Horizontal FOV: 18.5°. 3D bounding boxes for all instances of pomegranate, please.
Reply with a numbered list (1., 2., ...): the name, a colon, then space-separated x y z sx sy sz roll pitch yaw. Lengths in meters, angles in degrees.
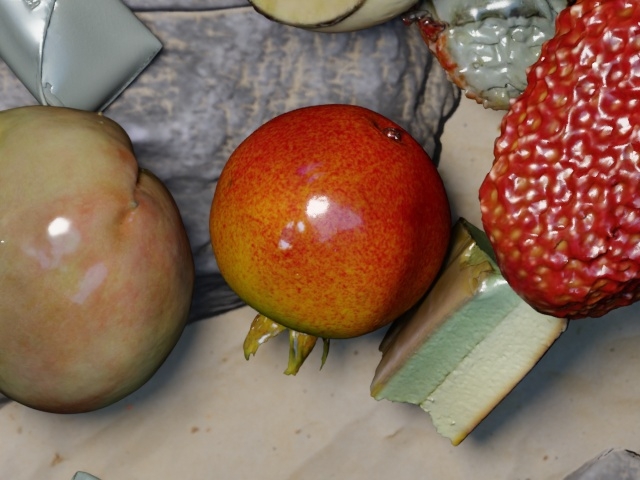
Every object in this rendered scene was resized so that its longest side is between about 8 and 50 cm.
1. pomegranate: 0.000 0.000 1.805 0.220 0.221 0.257 20 103 -6

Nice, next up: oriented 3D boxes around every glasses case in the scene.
1. glasses case: -0.277 -0.250 1.810 0.128 0.083 0.308 -35 100 5

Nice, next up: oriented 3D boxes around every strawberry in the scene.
1. strawberry: 0.293 -0.070 1.663 0.351 0.267 0.312 -47 134 -7

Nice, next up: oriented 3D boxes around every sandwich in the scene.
1. sandwich: 0.136 0.094 1.826 0.108 0.220 0.186 29 98 -9

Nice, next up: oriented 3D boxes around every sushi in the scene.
1. sushi: 0.228 -0.198 1.824 0.332 0.124 0.130 -4 116 -4

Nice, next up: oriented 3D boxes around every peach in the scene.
1. peach: -0.247 0.018 1.771 0.247 0.292 0.292 -41 102 -31

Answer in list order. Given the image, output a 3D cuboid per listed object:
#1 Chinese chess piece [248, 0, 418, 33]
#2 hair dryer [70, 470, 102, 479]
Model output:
1. Chinese chess piece: 0.007 -0.310 1.735 0.104 0.257 0.257 -19 105 -42
2. hair dryer: -0.236 0.350 1.944 0.131 0.073 0.236 28 107 -6
